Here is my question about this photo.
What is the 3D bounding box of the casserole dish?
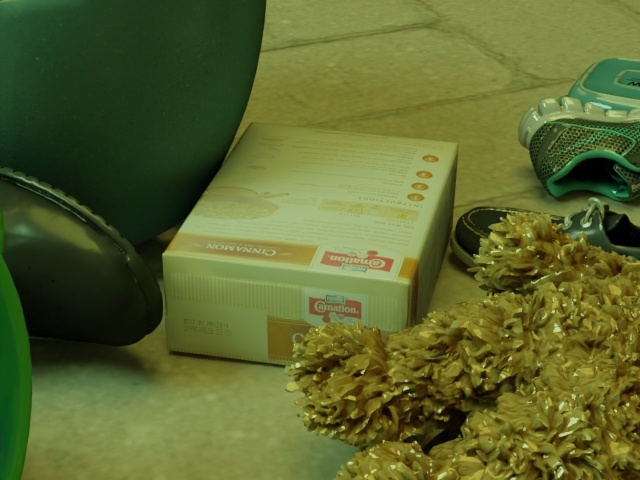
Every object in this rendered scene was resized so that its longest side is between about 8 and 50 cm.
[{"bbox_3d":[0.271,-0.103,1.085,0.188,0.037,0.114,11,30,23],"label":"casserole dish"}]

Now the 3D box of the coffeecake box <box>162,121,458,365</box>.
[{"bbox_3d":[0.000,0.000,0.867,0.142,0.068,0.185,7,29,11],"label":"coffeecake box"}]

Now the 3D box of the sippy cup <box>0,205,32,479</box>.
[{"bbox_3d":[-0.285,0.069,0.611,0.224,0.240,0.305,4,14,31],"label":"sippy cup"}]

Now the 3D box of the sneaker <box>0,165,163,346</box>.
[{"bbox_3d":[-0.251,0.029,0.797,0.330,0.122,0.146,12,49,20],"label":"sneaker"}]

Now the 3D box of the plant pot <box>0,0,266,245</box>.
[{"bbox_3d":[-0.162,-0.104,0.909,0.290,0.195,0.290,-9,27,4],"label":"plant pot"}]

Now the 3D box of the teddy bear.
[{"bbox_3d":[0.151,0.069,0.695,0.338,0.113,0.245,0,32,0],"label":"teddy bear"}]

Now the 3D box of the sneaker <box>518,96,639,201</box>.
[{"bbox_3d":[0.224,-0.056,0.992,0.166,0.065,0.076,-2,45,4],"label":"sneaker"}]

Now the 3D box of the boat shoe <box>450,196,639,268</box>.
[{"bbox_3d":[0.179,-0.001,0.869,0.206,0.065,0.075,14,32,24],"label":"boat shoe"}]
